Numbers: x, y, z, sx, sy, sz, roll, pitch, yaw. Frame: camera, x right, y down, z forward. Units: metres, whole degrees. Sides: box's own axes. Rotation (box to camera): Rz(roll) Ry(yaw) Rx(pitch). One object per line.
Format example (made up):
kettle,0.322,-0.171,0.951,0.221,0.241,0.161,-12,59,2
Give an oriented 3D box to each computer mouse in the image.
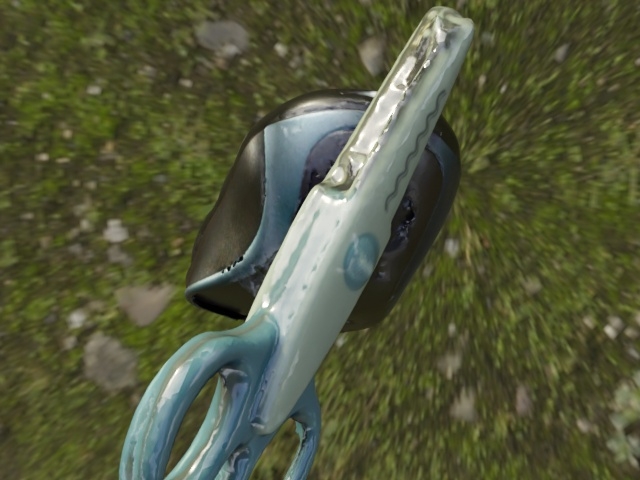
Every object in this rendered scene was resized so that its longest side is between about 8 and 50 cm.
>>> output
computer mouse,0.000,0.000,1.080,0.137,0.233,0.096,14,51,-16

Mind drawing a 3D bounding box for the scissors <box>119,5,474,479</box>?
scissors,0.001,0.013,0.816,0.041,0.138,0.289,19,77,35
